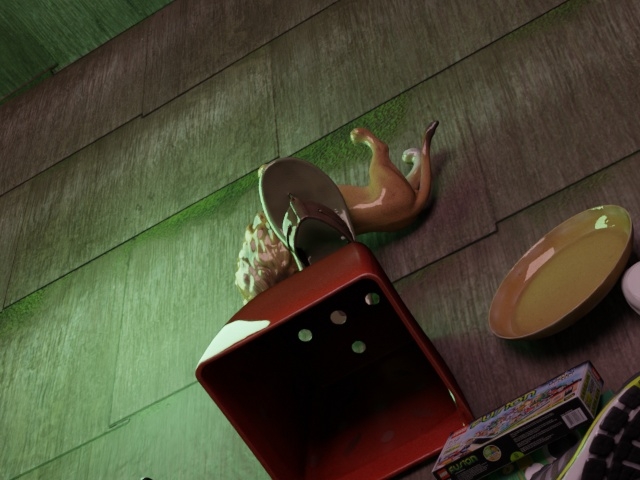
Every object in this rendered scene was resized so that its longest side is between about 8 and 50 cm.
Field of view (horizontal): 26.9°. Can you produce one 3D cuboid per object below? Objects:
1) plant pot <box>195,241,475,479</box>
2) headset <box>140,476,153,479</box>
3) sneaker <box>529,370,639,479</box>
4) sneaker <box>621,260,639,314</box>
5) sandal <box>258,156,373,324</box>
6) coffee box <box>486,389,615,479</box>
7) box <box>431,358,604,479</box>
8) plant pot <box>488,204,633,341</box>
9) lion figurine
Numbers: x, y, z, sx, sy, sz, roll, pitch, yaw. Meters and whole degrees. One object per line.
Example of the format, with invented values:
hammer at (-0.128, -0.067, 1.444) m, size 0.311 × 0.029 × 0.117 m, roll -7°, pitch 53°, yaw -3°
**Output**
plant pot at (0.024, 0.155, 1.783) m, size 0.267 × 0.267 × 0.236 m, roll -29°, pitch 20°, yaw 14°
headset at (-0.075, 0.418, 1.585) m, size 0.243 × 0.185 × 0.394 m, roll -46°, pitch 43°, yaw -13°
sneaker at (0.284, 0.254, 1.441) m, size 0.300 × 0.111 × 0.121 m, roll -50°, pitch 14°, yaw -4°
sneaker at (0.473, 0.038, 1.561) m, size 0.305 × 0.152 × 0.114 m, roll 6°, pitch 54°, yaw 50°
sandal at (0.002, 0.001, 1.999) m, size 0.120 × 0.086 × 0.303 m, roll -24°, pitch 71°, yaw -4°
coffee box at (0.289, 0.263, 1.557) m, size 0.184 × 0.040 × 0.113 m, roll -35°, pitch 31°, yaw 6°
box at (0.236, 0.223, 1.599) m, size 0.207 × 0.036 × 0.114 m, roll -33°, pitch 5°, yaw 24°
plant pot at (0.321, 0.049, 1.763) m, size 0.236 × 0.032 × 0.236 m, roll -41°, pitch 16°, yaw 15°
lion figurine at (0.034, -0.043, 2.120) m, size 0.392 × 0.142 × 0.240 m, roll -26°, pitch 42°, yaw 10°
